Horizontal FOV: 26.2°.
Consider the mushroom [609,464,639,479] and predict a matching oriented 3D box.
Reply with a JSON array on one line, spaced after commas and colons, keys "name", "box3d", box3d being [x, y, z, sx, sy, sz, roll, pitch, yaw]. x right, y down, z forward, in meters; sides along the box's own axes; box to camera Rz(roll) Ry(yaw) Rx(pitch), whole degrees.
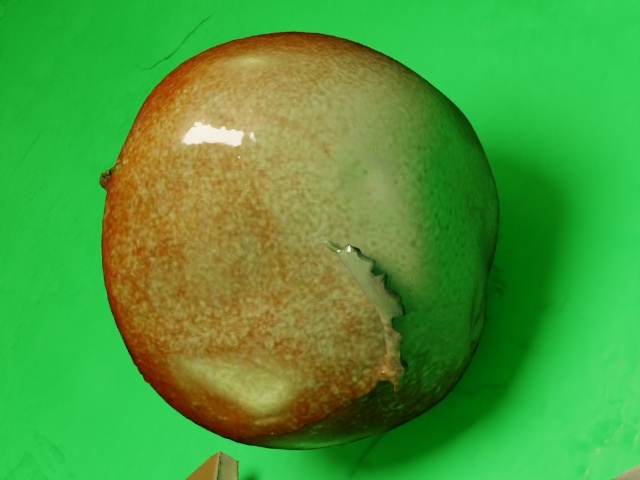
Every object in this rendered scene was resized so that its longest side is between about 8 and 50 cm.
[{"name": "mushroom", "box3d": [0.157, 0.264, 0.657, 0.159, 0.122, 0.328, -47, 30, 26]}]

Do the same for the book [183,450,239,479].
[{"name": "book", "box3d": [-0.204, 0.353, 1.050, 0.389, 0.032, 0.269, -43, 20, 19]}]

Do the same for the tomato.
[{"name": "tomato", "box3d": [0.000, 0.000, 0.981, 0.239, 0.303, 0.303, -2, 55, 34]}]
